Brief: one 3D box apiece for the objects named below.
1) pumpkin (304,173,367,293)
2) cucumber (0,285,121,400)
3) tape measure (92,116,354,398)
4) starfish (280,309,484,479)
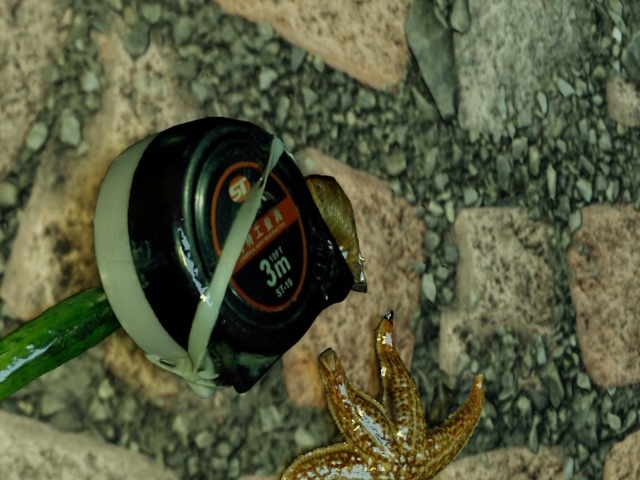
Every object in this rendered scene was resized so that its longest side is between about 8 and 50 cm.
[{"bbox_3d":[0.000,-0.001,1.117,0.073,0.035,0.101,-13,92,-52],"label":"pumpkin"},{"bbox_3d":[-0.178,0.065,0.953,0.168,0.039,0.039,-33,109,-36],"label":"cucumber"},{"bbox_3d":[-0.073,0.005,0.994,0.182,0.107,0.181,-40,110,-53],"label":"tape measure"},{"bbox_3d":[0.056,0.176,1.139,0.213,0.057,0.238,-5,90,-34],"label":"starfish"}]
